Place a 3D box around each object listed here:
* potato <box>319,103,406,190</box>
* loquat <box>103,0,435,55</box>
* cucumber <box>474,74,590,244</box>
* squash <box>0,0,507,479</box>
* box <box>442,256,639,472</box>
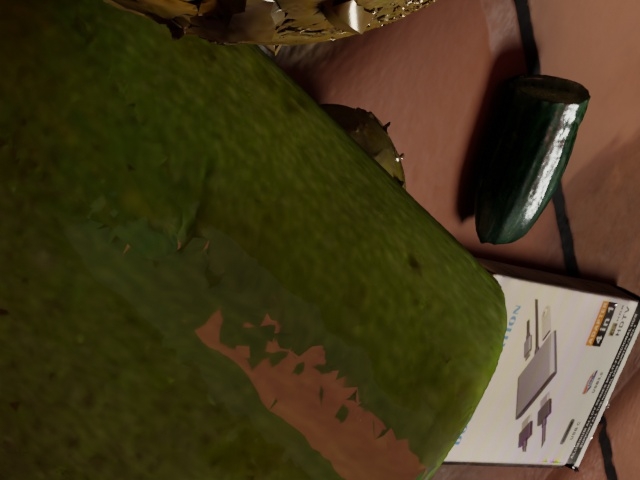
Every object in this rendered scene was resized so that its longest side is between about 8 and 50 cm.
[{"bbox_3d":[0.000,0.000,0.942,0.091,0.070,0.138,-13,123,-43],"label":"potato"},{"bbox_3d":[-0.018,-0.179,0.651,0.235,0.235,0.235,-32,136,-37],"label":"loquat"},{"bbox_3d":[0.117,-0.043,1.087,0.048,0.048,0.105,-4,116,-52],"label":"cucumber"},{"bbox_3d":[-0.102,0.004,0.778,0.309,0.210,0.233,42,84,-13],"label":"squash"},{"bbox_3d":[0.122,0.082,1.193,0.247,0.033,0.129,10,106,-55],"label":"box"}]
